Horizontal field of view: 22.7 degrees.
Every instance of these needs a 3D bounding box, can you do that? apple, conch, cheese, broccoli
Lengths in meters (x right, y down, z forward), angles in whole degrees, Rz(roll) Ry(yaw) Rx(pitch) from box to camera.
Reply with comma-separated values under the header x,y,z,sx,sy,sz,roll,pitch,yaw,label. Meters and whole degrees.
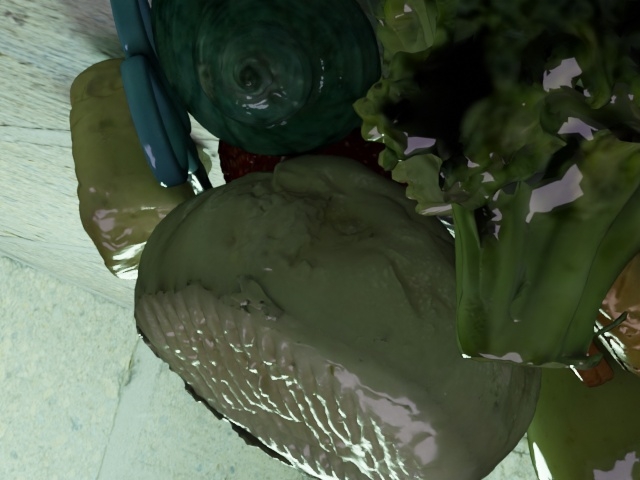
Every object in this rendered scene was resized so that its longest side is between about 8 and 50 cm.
x,y,z,sx,sy,sz,roll,pitch,yaw,label
0.364,0.149,1.539,0.357,0.357,0.357,16,169,3,apple
-0.049,-0.143,1.259,0.196,0.134,0.202,15,170,-4,conch
-0.188,-0.077,1.618,0.117,0.214,0.226,-14,151,0,cheese
0.135,-0.062,0.981,0.293,0.280,0.348,10,174,-40,broccoli

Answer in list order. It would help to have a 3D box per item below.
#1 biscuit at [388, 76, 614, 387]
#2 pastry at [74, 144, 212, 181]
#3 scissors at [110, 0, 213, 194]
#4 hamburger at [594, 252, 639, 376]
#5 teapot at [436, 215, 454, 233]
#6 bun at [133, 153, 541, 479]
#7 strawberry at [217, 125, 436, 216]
x,y,z,sx,sy,sz,roll,pitch,yaw,label
0.150,-0.002,1.333,0.324,0.049,0.205,53,-174,-21,biscuit
-0.216,-0.087,1.919,0.166,0.088,0.166,14,170,3,pastry
-0.124,-0.079,1.485,0.029,0.192,0.447,-15,158,2,scissors
0.264,0.002,1.283,0.163,0.244,0.244,-24,164,2,hamburger
0.130,-0.035,1.782,0.111,0.042,0.043,20,169,-3,teapot
0.020,0.063,1.325,0.360,0.211,0.359,32,159,14,bun
0.001,-0.002,1.609,0.258,0.261,0.261,11,169,6,strawberry
